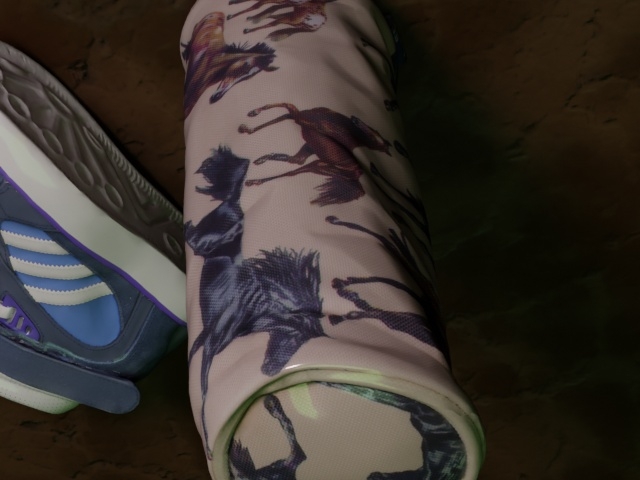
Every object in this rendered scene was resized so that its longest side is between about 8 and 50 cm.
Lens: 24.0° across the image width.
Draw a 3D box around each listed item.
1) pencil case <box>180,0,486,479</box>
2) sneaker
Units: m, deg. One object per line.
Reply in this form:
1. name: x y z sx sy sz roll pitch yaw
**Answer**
1. pencil case: 0.000 0.000 0.970 0.160 0.410 0.183 -35 129 24
2. sneaker: -0.245 0.016 1.144 0.236 0.130 0.323 -32 128 16
